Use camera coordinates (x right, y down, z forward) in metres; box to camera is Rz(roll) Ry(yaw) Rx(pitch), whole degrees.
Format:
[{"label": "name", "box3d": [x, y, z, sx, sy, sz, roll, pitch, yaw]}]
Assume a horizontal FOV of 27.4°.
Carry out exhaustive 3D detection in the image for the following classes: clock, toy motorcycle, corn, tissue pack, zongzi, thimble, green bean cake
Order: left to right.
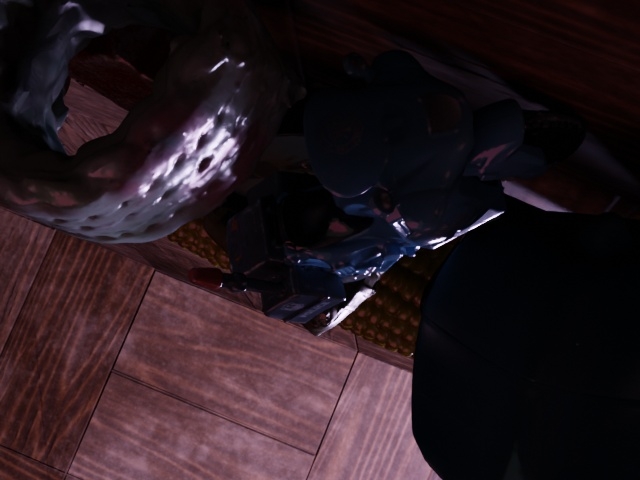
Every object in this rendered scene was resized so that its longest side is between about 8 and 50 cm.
[{"label": "thimble", "box3d": [-0.122, -0.099, 0.807, 0.211, 0.185, 0.149, -8, 169, 12]}, {"label": "green bean cake", "box3d": [-0.133, -0.135, 1.018, 0.135, 0.056, 0.135, 29, 167, -36]}, {"label": "clock", "box3d": [-0.009, -0.059, 1.002, 0.184, 0.040, 0.184, 2, 160, 1]}, {"label": "zongzi", "box3d": [-0.004, -0.037, 1.130, 0.189, 0.178, 0.081, 43, 166, 13]}, {"label": "corn", "box3d": [0.000, 0.000, 1.222, 0.387, 0.144, 0.144, 22, 171, -4]}, {"label": "toy motorcycle", "box3d": [0.031, -0.030, 0.871, 0.182, 0.124, 0.272, 9, 152, -39]}, {"label": "tissue pack", "box3d": [0.216, 0.079, 0.883, 0.287, 0.206, 0.198, 8, -170, -23]}]

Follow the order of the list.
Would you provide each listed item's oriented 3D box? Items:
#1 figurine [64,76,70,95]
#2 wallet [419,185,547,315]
[{"label": "figurine", "box3d": [-0.357, -0.116, 1.041, 0.269, 0.211, 0.261, 27, -177, 15]}, {"label": "wallet", "box3d": [0.252, 0.076, 1.123, 0.318, 0.045, 0.172, 23, 131, -9]}]
